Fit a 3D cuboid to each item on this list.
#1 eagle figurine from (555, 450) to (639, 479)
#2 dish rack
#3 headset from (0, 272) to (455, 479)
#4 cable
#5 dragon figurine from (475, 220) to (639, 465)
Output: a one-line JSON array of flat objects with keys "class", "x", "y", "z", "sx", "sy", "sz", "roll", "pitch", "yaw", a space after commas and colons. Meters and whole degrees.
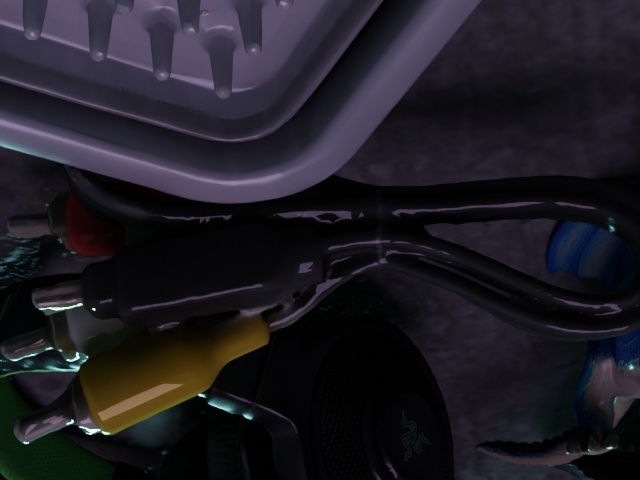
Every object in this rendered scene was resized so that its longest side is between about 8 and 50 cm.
[{"class": "eagle figurine", "x": 0.254, "y": 0.168, "z": 0.696, "sx": 0.226, "sy": 0.298, "sz": 0.225, "roll": 26, "pitch": 119, "yaw": -11}, {"class": "dish rack", "x": -0.091, "y": -0.147, "z": 0.383, "sx": 0.332, "sy": 0.072, "sz": 0.285, "roll": 16, "pitch": 137, "yaw": -24}, {"class": "headset", "x": -0.016, "y": 0.158, "z": 0.674, "sx": 0.394, "sy": 0.185, "sz": 0.243, "roll": 23, "pitch": 145, "yaw": -11}, {"class": "cable", "x": 0.000, "y": 0.000, "z": 0.548, "sx": 0.287, "sy": 0.140, "sz": 0.072, "roll": -7, "pitch": 161, "yaw": -3}, {"class": "dragon figurine", "x": 0.162, "y": 0.030, "z": 0.626, "sx": 0.085, "sy": 0.144, "sz": 0.289, "roll": 4, "pitch": 161, "yaw": -13}]
